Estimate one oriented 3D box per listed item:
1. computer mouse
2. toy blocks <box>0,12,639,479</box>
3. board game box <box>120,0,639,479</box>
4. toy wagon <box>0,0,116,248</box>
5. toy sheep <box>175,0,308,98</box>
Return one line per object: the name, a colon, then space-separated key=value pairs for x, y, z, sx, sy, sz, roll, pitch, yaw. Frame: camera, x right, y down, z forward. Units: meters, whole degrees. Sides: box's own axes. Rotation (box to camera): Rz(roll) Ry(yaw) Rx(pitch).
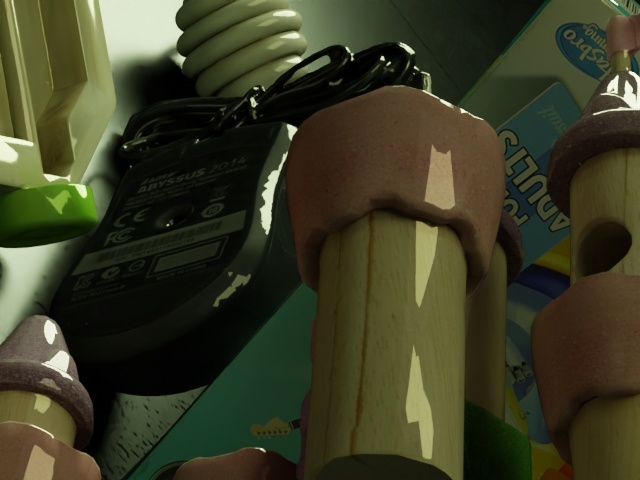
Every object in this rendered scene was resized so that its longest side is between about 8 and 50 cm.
computer mouse: x=-0.048 y=0.000 z=0.959 sx=0.072 sy=0.188 sz=0.272 roll=65 pitch=27 yaw=-26
toy blocks: x=0.047 y=0.080 z=0.672 sx=0.309 sy=0.288 sz=0.260 roll=31 pitch=42 yaw=-26
board game box: x=0.095 y=0.089 z=0.802 sx=0.254 sy=0.336 sz=0.079 roll=41 pitch=17 yaw=-1
toy wagon: x=-0.213 y=-0.136 z=0.845 sx=0.344 sy=0.068 sz=0.267 roll=9 pitch=67 yaw=-61
toy sheep: x=-0.051 y=-0.127 z=1.167 sx=0.132 sy=0.091 sz=0.091 roll=60 pitch=27 yaw=2
